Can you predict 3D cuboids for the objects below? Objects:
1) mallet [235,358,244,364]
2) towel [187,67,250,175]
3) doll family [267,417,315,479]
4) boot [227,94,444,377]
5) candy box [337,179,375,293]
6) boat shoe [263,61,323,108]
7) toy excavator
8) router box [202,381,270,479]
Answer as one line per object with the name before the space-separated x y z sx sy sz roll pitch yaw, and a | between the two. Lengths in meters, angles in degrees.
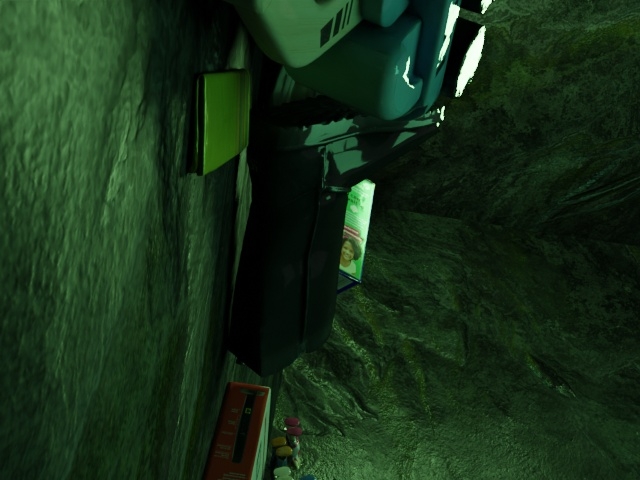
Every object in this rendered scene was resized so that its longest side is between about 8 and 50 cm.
mallet | -0.121 0.156 1.324 0.039 0.062 0.190 89 10 -70
towel | -0.111 -0.142 0.761 0.237 0.021 0.102 -74 167 -74
doll family | -0.080 0.517 1.427 0.263 0.118 0.163 -115 -157 -58
boot | 0.023 -0.015 1.129 0.146 0.367 0.445 38 -47 47
candy box | 0.000 0.000 1.764 0.268 0.122 0.317 -31 -140 45
boat shoe | 0.005 -0.344 1.083 0.118 0.103 0.320 -117 -132 -70
toy excavator | 0.037 -0.257 0.745 0.445 0.222 0.433 -54 161 -32
router box | -0.163 0.482 1.235 0.301 0.082 0.335 -80 178 -47
